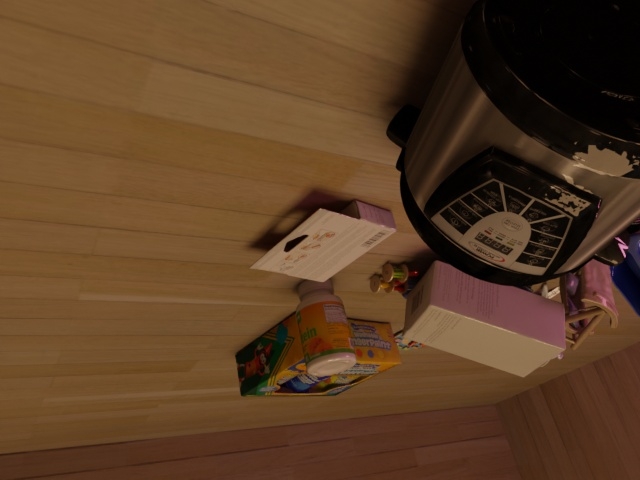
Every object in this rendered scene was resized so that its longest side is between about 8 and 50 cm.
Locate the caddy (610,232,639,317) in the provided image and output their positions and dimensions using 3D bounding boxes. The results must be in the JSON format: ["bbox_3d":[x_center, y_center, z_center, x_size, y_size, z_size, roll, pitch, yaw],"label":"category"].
[{"bbox_3d":[1.036,0.116,1.572,0.179,0.341,0.241,-31,173,-40],"label":"caddy"}]

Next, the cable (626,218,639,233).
[{"bbox_3d":[0.886,-0.034,1.542,0.184,0.047,0.151,1,148,-25],"label":"cable"}]

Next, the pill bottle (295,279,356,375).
[{"bbox_3d":[0.007,0.231,1.431,0.136,0.246,0.136,-10,150,-6],"label":"pill bottle"}]

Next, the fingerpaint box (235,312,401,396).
[{"bbox_3d":[-0.007,0.418,1.830,0.444,0.163,0.371,14,141,-39],"label":"fingerpaint box"}]

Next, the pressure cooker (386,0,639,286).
[{"bbox_3d":[0.328,-0.132,0.820,0.375,0.370,0.420,-8,151,-17],"label":"pressure cooker"}]

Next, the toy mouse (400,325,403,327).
[{"bbox_3d":[0.383,0.270,1.871,0.160,0.031,0.143,5,146,-30],"label":"toy mouse"}]

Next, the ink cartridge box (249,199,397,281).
[{"bbox_3d":[0.000,0.000,1.222,0.238,0.060,0.275,15,141,-39],"label":"ink cartridge box"}]

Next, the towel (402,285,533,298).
[{"bbox_3d":[0.447,0.152,1.598,0.335,0.040,0.243,-16,157,35],"label":"towel"}]

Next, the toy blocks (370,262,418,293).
[{"bbox_3d":[0.235,0.113,1.517,0.148,0.054,0.123,4,146,-28],"label":"toy blocks"}]

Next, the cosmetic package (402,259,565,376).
[{"bbox_3d":[0.449,0.224,1.456,0.384,0.156,0.217,19,144,-4],"label":"cosmetic package"}]

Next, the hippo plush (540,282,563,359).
[{"bbox_3d":[0.827,0.342,1.970,0.234,0.237,0.294,13,142,-37],"label":"hippo plush"}]

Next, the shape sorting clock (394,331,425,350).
[{"bbox_3d":[0.374,0.390,2.064,0.206,0.040,0.206,-11,150,-6],"label":"shape sorting clock"}]

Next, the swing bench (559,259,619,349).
[{"bbox_3d":[0.760,0.143,1.543,0.165,0.253,0.255,21,145,-5],"label":"swing bench"}]
